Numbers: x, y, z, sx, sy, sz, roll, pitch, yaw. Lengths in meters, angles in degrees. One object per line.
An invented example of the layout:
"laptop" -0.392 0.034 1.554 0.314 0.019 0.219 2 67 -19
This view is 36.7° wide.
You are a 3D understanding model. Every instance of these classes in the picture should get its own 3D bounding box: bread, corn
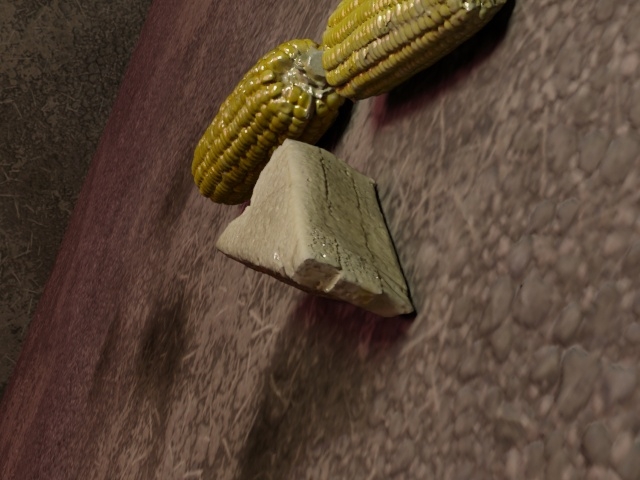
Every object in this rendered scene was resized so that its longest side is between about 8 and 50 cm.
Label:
"bread" -0.010 0.019 0.587 0.105 0.077 0.152 -56 21 26
"corn" -0.048 -0.090 0.798 0.238 0.080 0.080 -40 36 58
"corn" 0.055 -0.140 0.595 0.085 0.063 0.165 -52 14 -23
